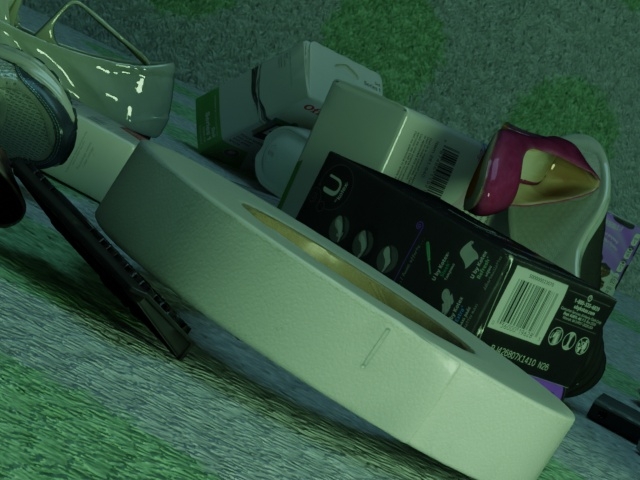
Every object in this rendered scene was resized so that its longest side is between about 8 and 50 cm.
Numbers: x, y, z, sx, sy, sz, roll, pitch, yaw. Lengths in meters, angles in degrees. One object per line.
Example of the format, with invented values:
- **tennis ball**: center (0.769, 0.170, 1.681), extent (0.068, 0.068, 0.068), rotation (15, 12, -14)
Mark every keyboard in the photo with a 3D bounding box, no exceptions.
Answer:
- **keyboard**: center (-0.144, 0.015, 1.291), extent (0.180, 0.023, 0.108), rotation (43, -11, 41)

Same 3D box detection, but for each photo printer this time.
- **photo printer**: center (0.070, -0.047, 2.499), extent (0.256, 0.107, 0.307), rotation (22, 8, -37)

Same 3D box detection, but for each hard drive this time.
- **hard drive**: center (0.349, 0.204, 1.977), extent (0.135, 0.022, 0.094), rotation (28, 6, 13)

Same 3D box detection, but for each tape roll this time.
- **tape roll**: center (0.012, 0.055, 1.401), extent (0.392, 0.072, 0.392), rotation (33, 4, -2)

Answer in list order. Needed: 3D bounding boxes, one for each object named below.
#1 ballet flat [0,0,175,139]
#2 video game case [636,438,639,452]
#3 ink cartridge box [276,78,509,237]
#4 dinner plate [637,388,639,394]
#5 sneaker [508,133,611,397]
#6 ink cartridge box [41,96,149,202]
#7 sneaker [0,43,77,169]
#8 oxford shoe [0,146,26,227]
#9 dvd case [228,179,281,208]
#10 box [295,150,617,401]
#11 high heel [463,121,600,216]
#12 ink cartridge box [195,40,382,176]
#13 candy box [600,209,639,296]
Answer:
- **ballet flat**: center (-0.358, -0.254, 2.314), extent (0.400, 0.139, 0.139), rotation (25, 6, -14)
- **video game case**: center (0.424, 0.261, 1.813), extent (0.193, 0.023, 0.212), rotation (25, 6, -16)
- **ink cartridge box**: center (0.096, -0.027, 1.996), extent (0.117, 0.201, 0.278), rotation (27, 5, 42)
- **dinner plate**: center (0.446, 0.220, 2.283), extent (0.141, 0.017, 0.141), rotation (27, 7, -4)
- **sneaker**: center (0.255, 0.034, 1.989), extent (0.104, 0.295, 0.147), rotation (1, -35, 16)
- **ink cartridge box**: center (-0.265, -0.109, 1.800), extent (0.198, 0.067, 0.115), rotation (29, 6, 5)
- **sneaker**: center (-0.343, -0.126, 1.583), extent (0.283, 0.110, 0.122), rotation (25, 24, 7)
- **oxford shoe**: center (-0.300, -0.073, 1.243), extent (0.098, 0.097, 0.271), rotation (39, 12, 37)
- **dvd case**: center (0.000, 0.000, 2.180), extent (0.179, 0.029, 0.239), rotation (20, 9, -47)
- **box**: center (0.108, 0.044, 1.732), extent (0.165, 0.143, 0.270), rotation (22, 7, -43)
- **high heel**: center (0.213, -0.055, 1.856), extent (0.117, 0.082, 0.244), rotation (26, 15, 6)
- **ink cartridge box**: center (-0.042, -0.176, 2.610), extent (0.219, 0.092, 0.160), rotation (-24, -31, 39)
- **candy box**: center (0.261, 0.042, 2.137), extent (0.165, 0.196, 0.070), rotation (20, 10, -47)
